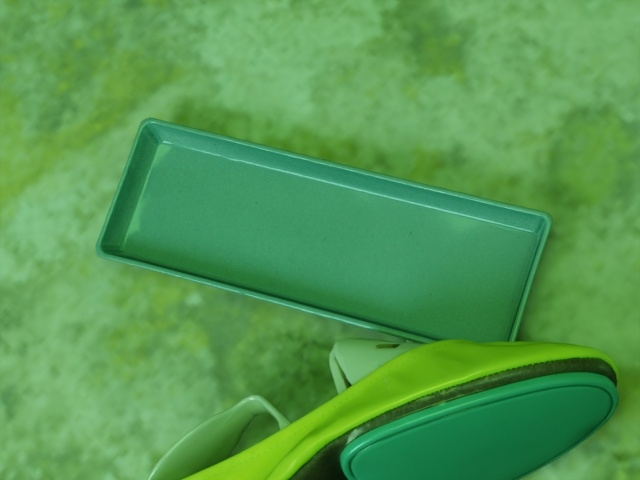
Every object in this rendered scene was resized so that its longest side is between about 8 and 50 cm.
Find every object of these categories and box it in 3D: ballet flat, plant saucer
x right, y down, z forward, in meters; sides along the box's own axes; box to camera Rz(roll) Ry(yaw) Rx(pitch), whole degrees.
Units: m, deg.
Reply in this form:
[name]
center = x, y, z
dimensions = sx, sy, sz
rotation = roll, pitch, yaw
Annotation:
[ballet flat]
center = 0.003, 0.083, 0.783
dimensions = 0.231, 0.077, 0.077
rotation = -30, 50, 7
[plant saucer]
center = 0.000, 0.000, 0.838
dimensions = 0.192, 0.018, 0.067
rotation = 15, 77, 19
